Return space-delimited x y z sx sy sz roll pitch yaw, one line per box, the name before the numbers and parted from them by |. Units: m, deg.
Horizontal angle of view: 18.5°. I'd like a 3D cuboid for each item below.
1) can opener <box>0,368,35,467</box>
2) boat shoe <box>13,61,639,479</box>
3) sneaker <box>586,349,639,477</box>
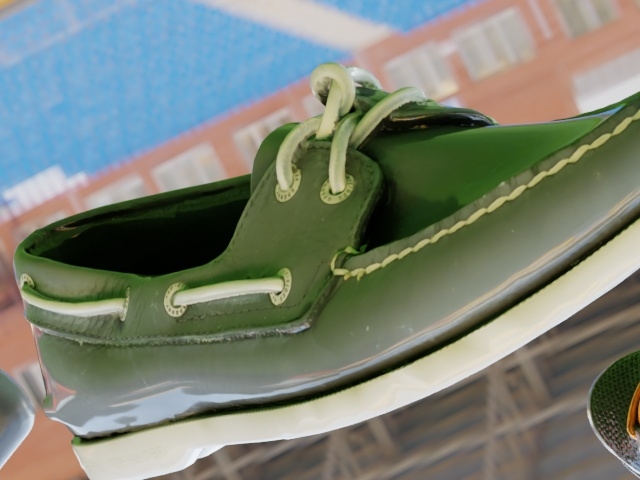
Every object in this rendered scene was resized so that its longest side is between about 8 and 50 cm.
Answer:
can opener | -0.214 0.180 0.875 0.280 0.093 0.074 -57 -171 -8
boat shoe | 0.000 0.000 0.624 0.116 0.099 0.319 -31 -176 -40
sneaker | 0.188 0.081 0.909 0.215 0.083 0.084 6 -104 61
